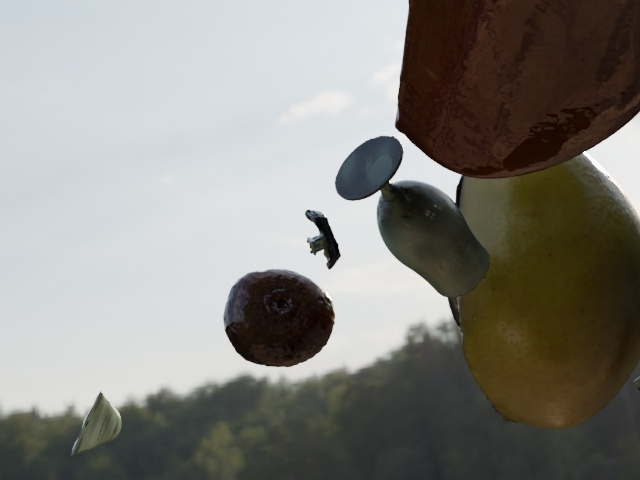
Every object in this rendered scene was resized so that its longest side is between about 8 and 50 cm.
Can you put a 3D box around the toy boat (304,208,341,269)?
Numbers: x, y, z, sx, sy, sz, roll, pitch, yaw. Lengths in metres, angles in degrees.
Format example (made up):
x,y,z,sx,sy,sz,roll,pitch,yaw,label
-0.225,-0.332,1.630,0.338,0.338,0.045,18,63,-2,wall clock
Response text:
x,y,z,sx,sy,sz,roll,pitch,yaw,label
0.000,0.000,1.511,0.038,0.083,0.038,-19,26,9,toy boat

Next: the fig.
x,y,z,sx,sy,sz,roll,pitch,yaw,label
-0.062,0.115,1.675,0.146,0.134,0.201,27,-16,0,fig

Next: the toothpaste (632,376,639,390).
x,y,z,sx,sy,sz,roll,pitch,yaw,label
0.675,0.327,2.332,0.049,0.204,0.031,-47,-3,42,toothpaste

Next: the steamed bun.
x,y,z,sx,sy,sz,roll,pitch,yaw,label
0.208,-0.249,1.105,0.248,0.379,0.235,9,32,4,steamed bun

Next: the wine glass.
x,y,z,sx,sy,sz,roll,pitch,yaw,label
0.108,-0.021,1.385,0.093,0.093,0.202,-18,-46,34,wine glass

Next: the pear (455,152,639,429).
x,y,z,sx,sy,sz,roll,pitch,yaw,label
0.330,0.049,1.607,0.191,0.386,0.340,0,24,37,pear

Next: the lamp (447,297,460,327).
x,y,z,sx,sy,sz,roll,pitch,yaw,label
0.249,0.030,2.038,0.101,0.250,0.101,5,18,-2,lamp

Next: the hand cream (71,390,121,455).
x,y,z,sx,sy,sz,roll,pitch,yaw,label
-0.380,0.313,2.111,0.067,0.109,0.321,24,-10,-2,hand cream
